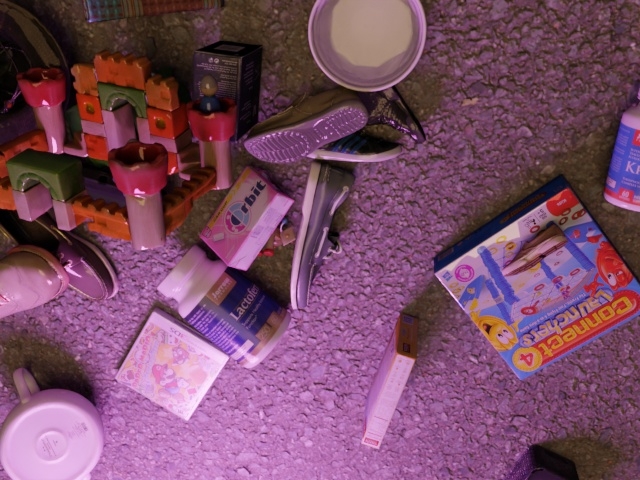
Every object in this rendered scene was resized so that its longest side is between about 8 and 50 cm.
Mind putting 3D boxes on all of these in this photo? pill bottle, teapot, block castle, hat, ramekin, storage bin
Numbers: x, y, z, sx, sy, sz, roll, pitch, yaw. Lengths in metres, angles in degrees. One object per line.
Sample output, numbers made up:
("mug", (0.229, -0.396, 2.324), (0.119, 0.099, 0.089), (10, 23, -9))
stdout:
("pill bottle", (-0.206, 0.137, 1.482), (0.265, 0.153, 0.153), (40, 113, -8))
("teapot", (-0.648, 0.463, 1.680), (0.253, 0.187, 0.256), (18, 88, -18))
("block castle", (-0.387, -0.178, 1.165), (0.453, 0.303, 0.212), (13, 124, 20))
("pill bottle", (0.593, -0.170, 1.241), (0.124, 0.124, 0.221), (7, 113, 7))
("hat", (-0.647, -0.351, 1.370), (0.331, 0.134, 0.331), (-1, 120, -2))
("ramekin", (0.088, -0.379, 1.248), (0.207, 0.109, 0.207), (4, 113, 8))
("storage bin", (0.493, 0.572, 1.582), (0.122, 0.084, 0.180), (26, 113, -2))

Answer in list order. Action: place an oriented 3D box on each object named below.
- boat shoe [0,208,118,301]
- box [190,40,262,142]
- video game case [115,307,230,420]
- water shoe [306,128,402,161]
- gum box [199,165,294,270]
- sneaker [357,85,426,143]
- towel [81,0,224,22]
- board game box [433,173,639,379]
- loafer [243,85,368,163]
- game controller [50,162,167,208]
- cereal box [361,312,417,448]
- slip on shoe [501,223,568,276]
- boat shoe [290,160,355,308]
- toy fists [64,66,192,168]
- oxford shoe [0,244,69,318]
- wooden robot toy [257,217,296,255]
("boat shoe", (-0.585, 0.021, 1.528), (0.117, 0.096, 0.324), (-36, 102, 20))
("box", (-0.174, -0.282, 1.304), (0.093, 0.156, 0.158), (9, 113, 7))
("video game case", (-0.350, 0.296, 1.640), (0.206, 0.026, 0.227), (32, 114, -4))
("water shoe", (0.057, -0.197, 1.347), (0.203, 0.073, 0.080), (2, 107, 8))
("gum box", (-0.147, -0.048, 1.400), (0.107, 0.062, 0.188), (42, 102, 32))
("sneaker", (0.123, -0.242, 1.332), (0.089, 0.051, 0.170), (-32, 99, 20))
("towel", (-0.308, -0.578, 1.189), (0.271, 0.040, 0.370), (-17, 114, -26))
("board game box", (0.439, 0.080, 1.389), (0.308, 0.086, 0.302), (-36, 102, 20))
("loafer", (-0.028, -0.221, 1.308), (0.251, 0.087, 0.094), (-16, 142, 19))
("game controller", (-0.463, -0.097, 1.452), (0.319, 0.067, 0.166), (17, 156, 2))
("cereal box", (0.147, 0.296, 1.479), (0.047, 0.173, 0.240), (18, 114, 1))
("slip on shoe", (0.395, 0.020, 1.304), (0.135, 0.051, 0.041), (-39, 61, 29))
("boat shoe", (0.000, 0.000, 1.414), (0.099, 0.116, 0.319), (9, 109, -4))
("toy fists", (-0.375, -0.236, 1.393), (0.279, 0.096, 0.142), (-17, 101, 17))
("oxford shoe", (-0.687, 0.119, 1.496), (0.397, 0.146, 0.140), (-20, 113, 38))
("wooden robot toy", (-0.110, 0.001, 1.456), (0.173, 0.079, 0.076), (-2, 74, 28))
